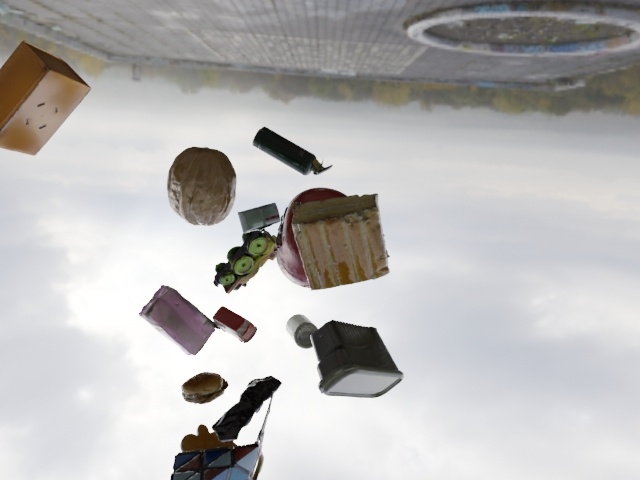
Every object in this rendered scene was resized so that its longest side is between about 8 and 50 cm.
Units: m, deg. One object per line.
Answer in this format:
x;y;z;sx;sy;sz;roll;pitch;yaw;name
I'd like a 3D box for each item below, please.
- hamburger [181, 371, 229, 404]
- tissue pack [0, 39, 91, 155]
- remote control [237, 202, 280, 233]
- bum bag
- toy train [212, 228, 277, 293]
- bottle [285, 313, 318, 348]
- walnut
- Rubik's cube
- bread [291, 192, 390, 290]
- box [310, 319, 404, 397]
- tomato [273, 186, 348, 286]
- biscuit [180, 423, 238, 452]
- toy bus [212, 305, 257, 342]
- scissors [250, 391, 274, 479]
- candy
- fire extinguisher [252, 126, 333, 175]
-0.405;0.514;2.172;0.138;0.083;0.147;4;-165;31;hamburger
-0.828;-0.398;1.767;0.145;0.274;0.194;46;-172;13;tissue pack
-0.168;-0.063;1.738;0.029;0.065;0.166;-12;-175;36;remote control
-0.259;0.572;2.144;0.137;0.074;0.310;-4;-153;37;bum bag
-0.281;0.080;2.370;0.160;0.296;0.100;30;-164;-45;toy train
-0.076;0.348;2.437;0.104;0.104;0.245;2;-176;-12;bottle
-0.373;-0.168;1.962;0.225;0.261;0.225;11;-158;-4;walnut
-0.319;0.658;1.687;0.284;0.250;0.234;-33;-144;-32;Rubik's cube
0.060;-0.002;1.687;0.239;0.246;0.111;-12;-146;8;bread
0.089;0.330;1.730;0.274;0.138;0.178;20;-145;-46;box
0.000;0.000;2.013;0.290;0.325;0.293;13;157;-10;tomato
-0.397;0.733;2.229;0.240;0.035;0.158;13;-144;-39;biscuit
-0.298;0.287;2.150;0.174;0.079;0.077;20;153;44;toy bus
-0.183;0.606;1.863;0.024;0.317;0.160;7;152;17;scissors
-0.527;0.298;2.318;0.265;0.155;0.116;46;159;-26;candy
-0.108;-0.338;2.439;0.311;0.114;0.095;32;154;8;fire extinguisher
